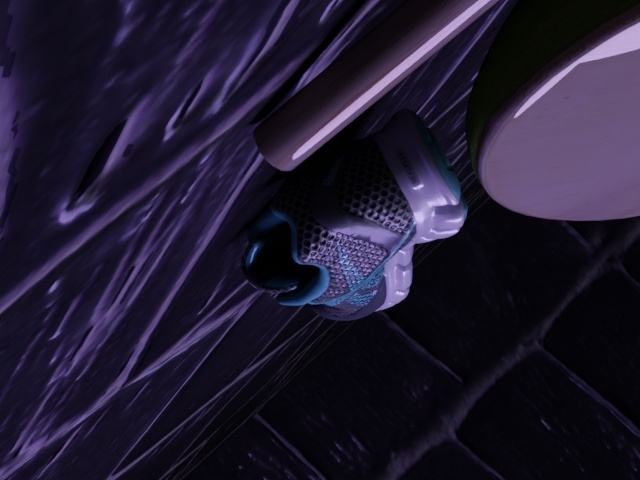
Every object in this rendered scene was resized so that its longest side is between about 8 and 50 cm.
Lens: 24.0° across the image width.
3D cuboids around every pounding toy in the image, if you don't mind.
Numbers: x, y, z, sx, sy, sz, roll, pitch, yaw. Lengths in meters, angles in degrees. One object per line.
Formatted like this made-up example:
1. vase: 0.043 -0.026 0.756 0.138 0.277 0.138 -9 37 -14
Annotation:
1. pounding toy: 0.105 -0.095 0.483 0.237 0.110 0.183 6 150 -44

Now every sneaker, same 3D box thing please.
1. sneaker: 0.000 0.000 0.615 0.076 0.065 0.166 -24 166 -16
